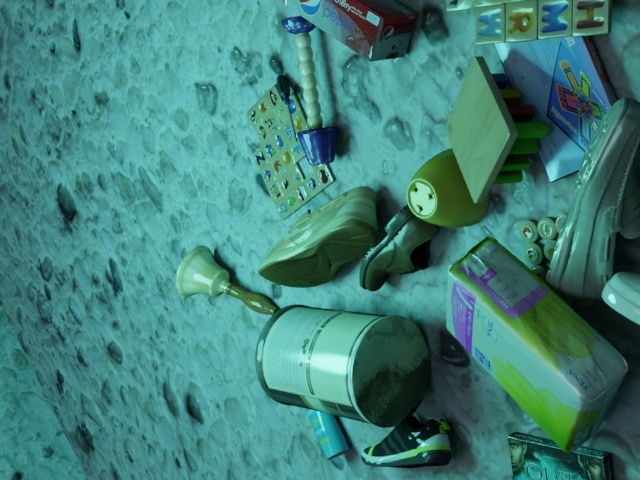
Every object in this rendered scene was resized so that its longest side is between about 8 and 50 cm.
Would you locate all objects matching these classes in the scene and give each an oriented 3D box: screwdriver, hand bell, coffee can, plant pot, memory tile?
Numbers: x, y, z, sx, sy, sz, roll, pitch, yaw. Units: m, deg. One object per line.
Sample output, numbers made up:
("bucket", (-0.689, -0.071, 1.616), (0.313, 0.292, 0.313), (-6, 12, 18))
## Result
("screwdriver", (-0.060, -0.252, 1.780), (0.025, 0.024, 0.170), (55, -162, -61))
("hand bell", (-0.193, 0.112, 2.066), (0.242, 0.126, 0.126), (23, 121, 28))
("coffee can", (0.038, 0.230, 1.735), (0.275, 0.201, 0.201), (2, 104, 49))
("plant pot", (0.199, -0.079, 1.523), (0.134, 0.095, 0.134), (19, 117, 44))
("memory tile", (0.366, 0.035, 1.433), (0.113, 0.012, 0.148), (-9, 96, 50))

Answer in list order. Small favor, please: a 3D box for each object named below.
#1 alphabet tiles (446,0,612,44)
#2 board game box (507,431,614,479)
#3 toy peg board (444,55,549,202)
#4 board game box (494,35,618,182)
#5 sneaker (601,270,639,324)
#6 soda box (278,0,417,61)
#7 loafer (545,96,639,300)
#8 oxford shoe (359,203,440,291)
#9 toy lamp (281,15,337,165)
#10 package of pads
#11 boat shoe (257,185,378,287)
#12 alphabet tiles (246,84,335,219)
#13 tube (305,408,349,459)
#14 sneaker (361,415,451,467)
("alphabet tiles", (0.311, -0.428, 1.303), (0.342, 0.011, 0.285), (7, 100, 48))
("board game box", (0.396, 0.392, 1.515), (0.186, 0.026, 0.126), (1, 104, 49))
("toy peg board", (0.271, -0.169, 1.412), (0.161, 0.079, 0.161), (107, 153, -51))
("board game box", (0.344, -0.240, 1.350), (0.145, 0.027, 0.281), (-27, 82, 51))
("sneaker", (0.523, 0.057, 1.197), (0.292, 0.108, 0.169), (22, 118, 32))
("soda box", (0.041, -0.406, 1.593), (0.263, 0.092, 0.083), (41, 131, 32))
("loafer", (0.405, -0.049, 1.283), (0.111, 0.112, 0.319), (17, 131, 12))
("oxford shoe", (0.139, 0.034, 1.647), (0.096, 0.083, 0.227), (47, 139, 14))
("toy lamp", (-0.017, -0.278, 1.719), (0.080, 0.080, 0.275), (3, 105, 49))
("package of pads", (0.317, 0.156, 1.399), (0.296, 0.101, 0.229), (46, 163, 27))
("boat shoe", (0.000, 0.000, 1.786), (0.341, 0.121, 0.110), (-28, 44, 47))
("alphabet tiles", (-0.074, -0.185, 1.872), (0.198, 0.009, 0.237), (-35, 76, 49))
("tube", (-0.004, 0.360, 1.958), (0.080, 0.052, 0.207), (-42, 64, 37))
("sneaker", (0.168, 0.382, 1.756), (0.234, 0.084, 0.097), (-21, 63, 50))
